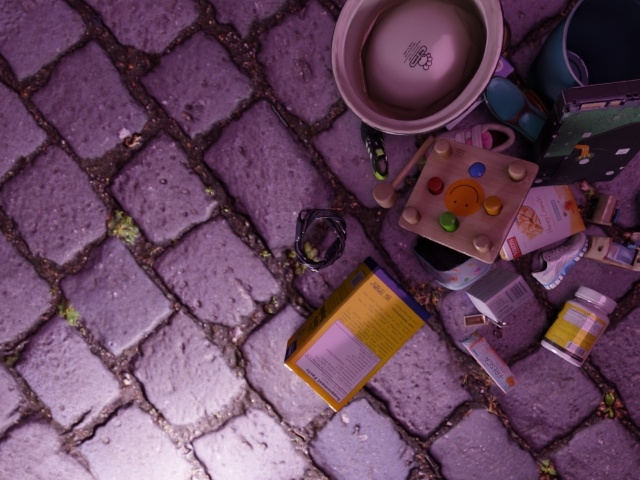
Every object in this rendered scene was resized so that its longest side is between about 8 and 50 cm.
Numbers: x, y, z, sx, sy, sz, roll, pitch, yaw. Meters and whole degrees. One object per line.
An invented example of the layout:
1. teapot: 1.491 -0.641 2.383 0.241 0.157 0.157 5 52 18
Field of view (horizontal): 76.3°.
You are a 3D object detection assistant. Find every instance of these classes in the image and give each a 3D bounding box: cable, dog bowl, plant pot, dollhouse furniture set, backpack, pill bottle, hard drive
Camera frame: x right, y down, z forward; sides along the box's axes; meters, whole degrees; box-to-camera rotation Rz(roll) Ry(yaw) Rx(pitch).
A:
1. cable: 0.000 0.000 1.180 0.150 0.047 0.185 3 93 -6
2. dog bowl: 0.239 -0.471 1.026 0.407 0.150 0.408 4 101 21
3. plant pot: 0.680 -0.456 1.039 0.271 0.255 0.272 0 93 0
4. dollhouse furniture set: 0.486 0.256 1.189 0.114 0.081 0.091 -8 95 0
5. dollhouse furniture set: 0.838 -0.023 1.145 0.129 0.129 0.184 16 95 -3
6. backpack: 0.368 0.050 1.115 0.165 0.188 0.144 -33 111 0
7. pill bottle: 0.745 0.245 1.174 0.119 0.119 0.209 30 94 -4
8. hard drive: 0.658 -0.246 0.995 0.236 0.339 0.064 -5 67 10

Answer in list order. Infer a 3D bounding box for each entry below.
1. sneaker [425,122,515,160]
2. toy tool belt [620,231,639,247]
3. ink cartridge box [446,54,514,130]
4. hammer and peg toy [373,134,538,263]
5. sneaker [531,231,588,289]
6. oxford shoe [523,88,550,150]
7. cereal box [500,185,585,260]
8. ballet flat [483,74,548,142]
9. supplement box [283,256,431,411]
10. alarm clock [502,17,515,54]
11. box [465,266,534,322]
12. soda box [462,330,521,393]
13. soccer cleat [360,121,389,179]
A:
1. sneaker: 0.417 -0.272 1.124 0.252 0.111 0.103 -16 95 1
2. toy tool belt: 0.926 0.002 1.189 0.083 0.052 0.051 2 87 -1
3. ink cartridge box: 0.362 -0.456 1.100 0.223 0.045 0.224 45 113 -2
4. hammer and peg toy: 0.312 -0.131 1.020 0.361 0.127 0.266 27 92 29
5. sneaker: 0.691 0.045 1.182 0.082 0.071 0.191 35 93 2
6. oxford shoe: 0.603 -0.318 1.145 0.076 0.076 0.212 -21 96 10
7. cereal box: 0.615 -0.065 1.178 0.240 0.047 0.173 -23 94 1
8. ballet flat: 0.518 -0.342 1.080 0.247 0.087 0.083 36 114 -10
9. supplement box: 0.092 0.245 1.125 0.194 0.195 0.356 44 92 -4
10. alarm clock: 0.441 -0.570 1.120 0.129 0.064 0.192 -26 94 5
11. box: 0.501 0.150 1.151 0.126 0.137 0.072 -38 96 2
12. soda box: 0.506 0.361 1.208 0.058 0.063 0.183 -40 94 3
13. soccer cleat: 0.158 -0.258 1.140 0.060 0.072 0.179 -17 95 1
